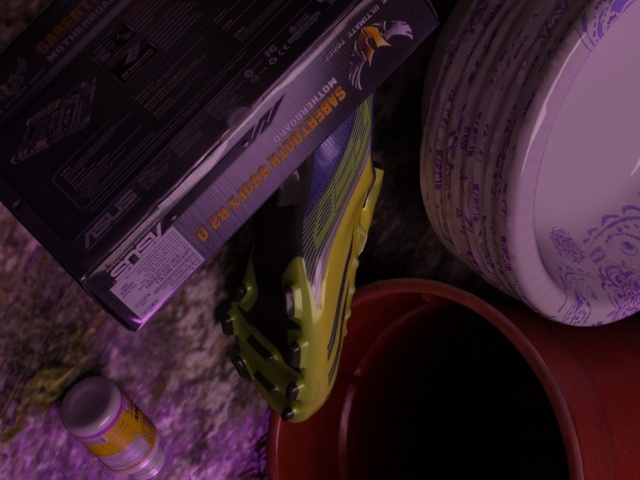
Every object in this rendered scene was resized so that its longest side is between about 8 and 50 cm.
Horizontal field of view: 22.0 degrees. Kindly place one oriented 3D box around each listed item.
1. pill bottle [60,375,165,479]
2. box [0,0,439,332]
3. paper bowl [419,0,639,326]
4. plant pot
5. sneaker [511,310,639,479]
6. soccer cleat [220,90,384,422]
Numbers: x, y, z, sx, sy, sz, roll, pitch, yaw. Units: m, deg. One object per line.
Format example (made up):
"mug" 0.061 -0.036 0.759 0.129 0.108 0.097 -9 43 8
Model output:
"pill bottle" -0.135 0.128 1.095 0.043 0.043 0.083 -43 138 -8
"box" -0.078 -0.088 0.886 0.231 0.183 0.056 -46 137 -6
"paper bowl" 0.181 -0.097 1.120 0.284 0.148 0.284 -25 132 -31
"plant pot" 0.148 0.158 1.217 0.265 0.272 0.272 -2 120 -49
"sneaker" 0.237 0.162 1.398 0.121 0.111 0.300 1 121 -46
"soccer cleat" 0.001 0.000 1.087 0.121 0.093 0.289 -27 134 -33
